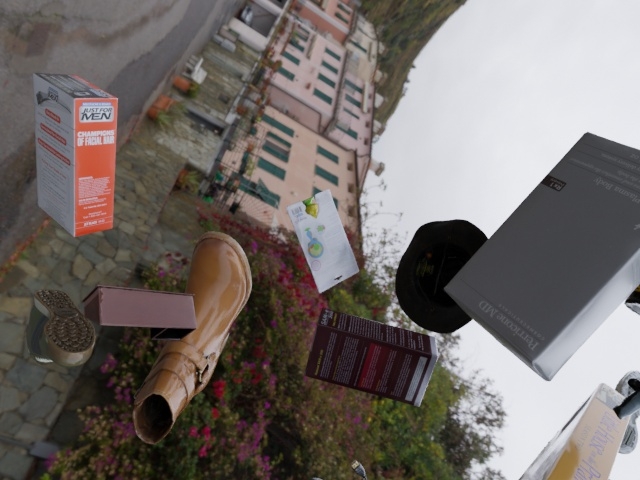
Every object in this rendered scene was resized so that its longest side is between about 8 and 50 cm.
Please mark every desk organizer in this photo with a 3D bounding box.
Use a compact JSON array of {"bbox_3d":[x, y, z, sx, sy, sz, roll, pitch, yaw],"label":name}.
[{"bbox_3d":[-0.226,0.094,0.564,0.047,0.130,0.050,-35,-122,32],"label":"desk organizer"}]

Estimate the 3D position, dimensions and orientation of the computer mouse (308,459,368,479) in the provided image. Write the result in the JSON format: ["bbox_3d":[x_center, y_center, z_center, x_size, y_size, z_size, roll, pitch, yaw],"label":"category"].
[{"bbox_3d":[0.061,0.642,1.119,0.060,0.262,0.184,-11,-140,41],"label":"computer mouse"}]

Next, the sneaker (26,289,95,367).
[{"bbox_3d":[-0.380,0.148,0.643,0.192,0.064,0.086,29,-75,44],"label":"sneaker"}]

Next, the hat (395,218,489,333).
[{"bbox_3d":[0.356,0.101,1.182,0.331,0.133,0.332,-31,-130,48],"label":"hat"}]

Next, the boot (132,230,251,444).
[{"bbox_3d":[-0.204,0.145,0.675,0.220,0.108,0.284,-64,177,-60],"label":"boot"}]

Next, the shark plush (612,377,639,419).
[{"bbox_3d":[0.388,0.144,0.458,0.161,0.073,0.067,-14,-149,3],"label":"shark plush"}]

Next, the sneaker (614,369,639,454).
[{"bbox_3d":[0.763,0.433,1.145,0.232,0.090,0.115,-47,173,-22],"label":"sneaker"}]

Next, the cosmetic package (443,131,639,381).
[{"bbox_3d":[0.266,0.018,0.480,0.238,0.107,0.127,-48,-133,0],"label":"cosmetic package"}]

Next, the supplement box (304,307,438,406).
[{"bbox_3d":[0.099,0.234,0.894,0.073,0.239,0.131,-69,173,-67],"label":"supplement box"}]

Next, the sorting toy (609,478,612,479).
[{"bbox_3d":[0.479,0.539,0.856,0.307,0.041,0.229,-33,156,-37],"label":"sorting toy"}]

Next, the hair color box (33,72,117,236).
[{"bbox_3d":[-0.293,-0.101,0.531,0.053,0.093,0.168,-23,137,-50],"label":"hair color box"}]

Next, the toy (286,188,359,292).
[{"bbox_3d":[0.000,0.000,1.166,0.136,0.238,0.056,-26,-166,-27],"label":"toy"}]

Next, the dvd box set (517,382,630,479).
[{"bbox_3d":[0.310,0.392,0.645,0.062,0.420,0.308,39,-65,32],"label":"dvd box set"}]

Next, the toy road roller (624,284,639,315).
[{"bbox_3d":[0.503,-0.003,0.583,0.203,0.240,0.329,-60,-175,-4],"label":"toy road roller"}]
